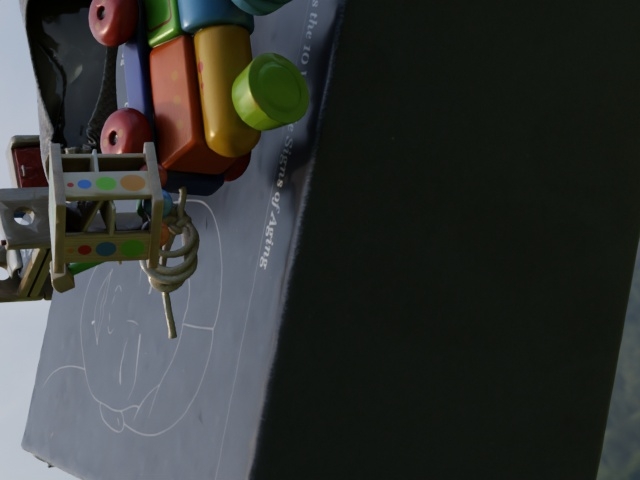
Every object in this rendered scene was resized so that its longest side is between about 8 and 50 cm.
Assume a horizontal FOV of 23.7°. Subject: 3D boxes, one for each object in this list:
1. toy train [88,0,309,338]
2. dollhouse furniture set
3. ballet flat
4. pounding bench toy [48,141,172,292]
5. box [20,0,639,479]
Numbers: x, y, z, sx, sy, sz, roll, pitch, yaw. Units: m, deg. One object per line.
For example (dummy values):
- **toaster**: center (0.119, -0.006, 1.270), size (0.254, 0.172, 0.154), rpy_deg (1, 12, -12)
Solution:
- **toy train**: center (-0.062, -0.072, 0.983), size (0.105, 0.248, 0.143), rpy_deg (4, -16, -41)
- **dollhouse furniture set**: center (-0.290, -0.047, 1.571), size (0.129, 0.183, 0.129), rpy_deg (-2, -28, -26)
- **ballet flat**: center (-0.206, -0.147, 1.250), size (0.084, 0.250, 0.058), rpy_deg (-8, -19, 3)
- **pounding bench toy**: center (-0.118, -0.008, 0.857), size (0.065, 0.052, 0.083), rpy_deg (-2, -46, -13)
- **box**: center (0.000, 0.000, 1.253), size (0.297, 0.480, 0.472), rpy_deg (13, -4, -26)
